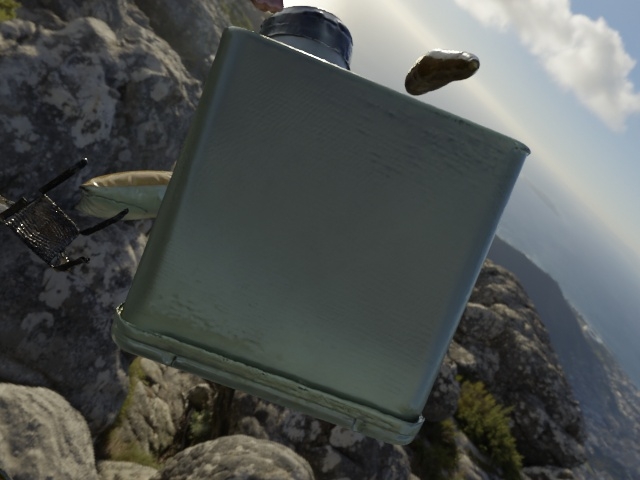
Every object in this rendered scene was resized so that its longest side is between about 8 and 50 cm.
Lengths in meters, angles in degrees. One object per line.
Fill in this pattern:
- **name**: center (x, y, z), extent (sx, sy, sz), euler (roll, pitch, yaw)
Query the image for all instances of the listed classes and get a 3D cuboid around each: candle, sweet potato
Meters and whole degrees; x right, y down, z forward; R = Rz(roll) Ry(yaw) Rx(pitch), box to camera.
- **candle**: center (-0.054, -0.321, 0.973), extent (0.222, 0.222, 0.341), euler (16, 80, -44)
- **sweet potato**: center (0.220, -0.315, 0.794), extent (0.077, 0.077, 0.244), euler (38, -1, -14)

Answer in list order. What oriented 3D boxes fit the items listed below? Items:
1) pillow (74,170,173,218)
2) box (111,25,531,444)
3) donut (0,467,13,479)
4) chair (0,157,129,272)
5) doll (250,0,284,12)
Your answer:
- **pillow**: center (-0.487, -0.120, 1.182), extent (0.313, 0.310, 0.119), euler (-7, 91, -33)
- **box**: center (0.000, 0.000, 0.503), extent (0.353, 0.343, 0.177), euler (21, 9, -3)
- **donut**: center (-0.513, 0.375, 0.512), extent (0.272, 0.107, 0.271), euler (-2, 93, -49)
- **chair**: center (-0.459, -0.026, 0.736), extent (0.174, 0.213, 0.149), euler (56, 30, -27)
- **doll**: center (-0.020, -0.374, 0.450), extent (0.211, 0.261, 0.093), euler (33, 17, 12)
